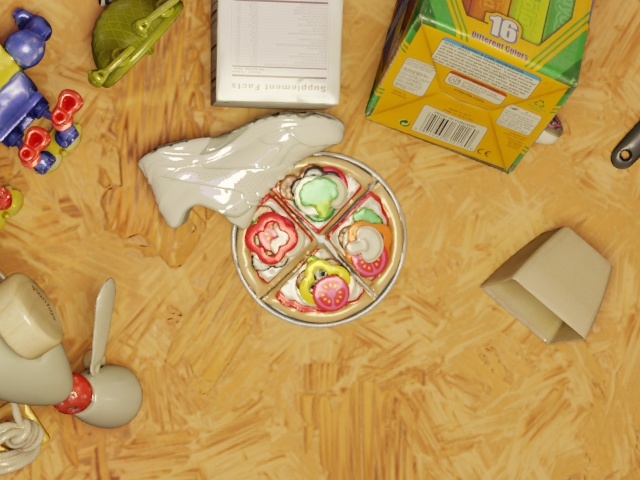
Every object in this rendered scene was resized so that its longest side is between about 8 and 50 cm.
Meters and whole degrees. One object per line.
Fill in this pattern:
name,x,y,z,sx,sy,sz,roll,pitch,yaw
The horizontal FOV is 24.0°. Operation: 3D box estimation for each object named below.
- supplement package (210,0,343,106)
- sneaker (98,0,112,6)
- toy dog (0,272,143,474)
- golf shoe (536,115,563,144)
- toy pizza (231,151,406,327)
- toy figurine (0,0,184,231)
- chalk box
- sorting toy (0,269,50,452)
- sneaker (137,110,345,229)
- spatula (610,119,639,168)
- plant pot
supplement package,-0.050,-0.267,1.639,0.139,0.134,0.244,2,92,-7
sneaker,-0.258,-0.291,1.659,0.083,0.032,0.037,41,94,-21
toy dog,-0.311,0.101,1.564,0.220,0.333,0.161,-20,65,-7
golf shoe,0.182,-0.137,1.715,0.186,0.067,0.086,16,118,-7
toy pizza,0.000,0.000,1.710,0.201,0.032,0.201,0,93,-6
toy figurine,-0.338,-0.187,1.591,0.217,0.191,0.362,41,87,-2
chalk box,0.182,-0.255,1.616,0.180,0.179,0.289,21,56,-8
sorting toy,-0.423,0.102,1.659,0.196,0.047,0.347,-44,97,-3
sneaker,-0.078,-0.074,1.672,0.232,0.090,0.115,-16,94,4
spatula,0.441,-0.196,1.751,0.084,0.030,0.296,43,88,-6
plant pot,0.266,0.045,1.711,0.109,0.109,0.096,40,76,-7
